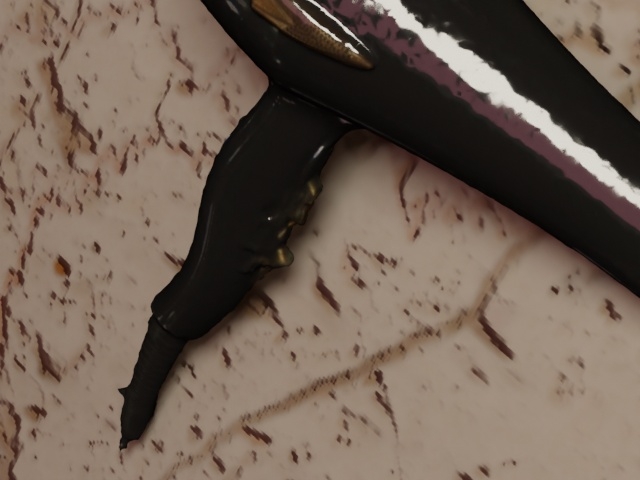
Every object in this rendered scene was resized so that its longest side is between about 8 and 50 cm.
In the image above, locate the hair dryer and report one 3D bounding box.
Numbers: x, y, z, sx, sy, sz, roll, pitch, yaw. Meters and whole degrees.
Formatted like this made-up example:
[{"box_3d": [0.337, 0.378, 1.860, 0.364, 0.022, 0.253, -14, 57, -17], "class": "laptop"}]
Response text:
[{"box_3d": [0.000, 0.000, 0.917, 0.304, 0.120, 0.359, 41, 125, 14], "class": "hair dryer"}]
